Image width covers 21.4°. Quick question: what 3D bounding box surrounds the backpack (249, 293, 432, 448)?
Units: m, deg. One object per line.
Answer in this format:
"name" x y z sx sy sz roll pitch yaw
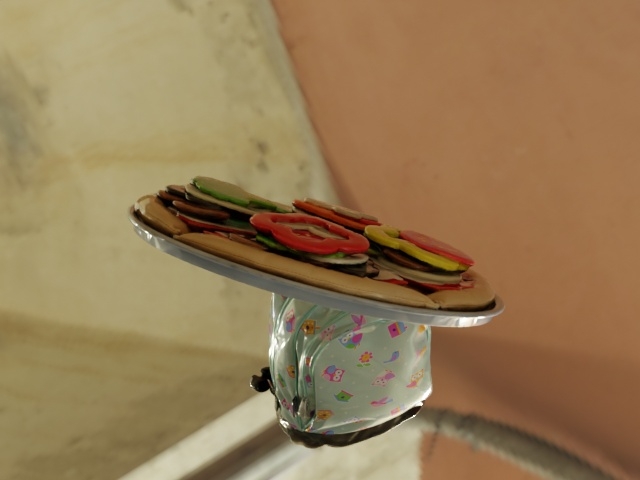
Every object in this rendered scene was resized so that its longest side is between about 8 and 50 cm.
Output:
"backpack" 0.027 0.080 1.354 0.115 0.152 0.182 53 -21 38

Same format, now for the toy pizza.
"toy pizza" 0.000 0.000 0.874 0.201 0.201 0.032 23 -78 44
